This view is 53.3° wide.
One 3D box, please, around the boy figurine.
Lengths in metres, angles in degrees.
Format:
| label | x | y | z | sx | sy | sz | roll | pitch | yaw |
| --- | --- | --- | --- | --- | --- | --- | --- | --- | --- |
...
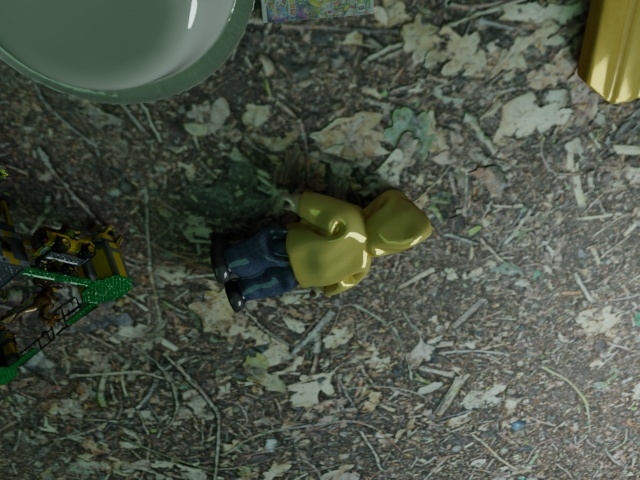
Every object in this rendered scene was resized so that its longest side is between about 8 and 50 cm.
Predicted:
| label | x | y | z | sx | sy | sz | roll | pitch | yaw |
| --- | --- | --- | --- | --- | --- | --- | --- | --- | --- |
| boy figurine | 0.000 | 0.000 | 0.836 | 0.285 | 0.092 | 0.177 | -19 | 128 | 5 |

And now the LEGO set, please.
| label | x | y | z | sx | sy | sz | roll | pitch | yaw |
| --- | --- | --- | --- | --- | --- | --- | --- | --- | --- |
| LEGO set | -0.412 | 0.028 | 0.772 | 0.331 | 0.192 | 0.255 | -39 | 153 | 23 |

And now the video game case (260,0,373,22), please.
| label | x | y | z | sx | sy | sz | roll | pitch | yaw |
| --- | --- | --- | --- | --- | --- | --- | --- | --- | --- |
| video game case | -0.004 | -0.278 | 0.670 | 0.122 | 0.011 | 0.087 | -6 | 128 | -4 |

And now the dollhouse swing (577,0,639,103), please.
| label | x | y | z | sx | sy | sz | roll | pitch | yaw |
| --- | --- | --- | --- | --- | --- | --- | --- | --- | --- |
| dollhouse swing | 0.456 | -0.258 | 0.599 | 0.347 | 0.315 | 0.304 | -11 | 118 | -4 |

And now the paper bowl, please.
| label | x | y | z | sx | sy | sz | roll | pitch | yaw |
| --- | --- | --- | --- | --- | --- | --- | --- | --- | --- |
| paper bowl | -0.195 | -0.248 | 0.554 | 0.285 | 0.148 | 0.284 | -1 | 134 | -1 |
